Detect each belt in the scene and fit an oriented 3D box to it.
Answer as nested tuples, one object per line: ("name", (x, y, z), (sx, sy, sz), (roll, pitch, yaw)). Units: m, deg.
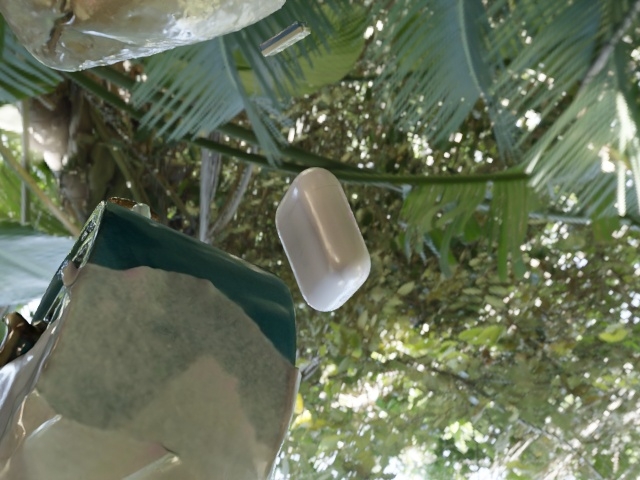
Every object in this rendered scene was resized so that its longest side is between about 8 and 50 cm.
("belt", (-0.173, 0.141, 0.549), (0.173, 0.436, 0.300), (24, -111, -16))

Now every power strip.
("power strip", (-0.087, -0.483, 1.718), (0.032, 0.123, 0.056), (64, -154, -4))

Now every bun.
("bun", (-0.170, -0.275, 0.641), (0.282, 0.204, 0.281), (-14, -155, 7))

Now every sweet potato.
("sweet potato", (-0.476, -0.082, 1.845), (0.153, 0.038, 0.041), (23, -107, 1))

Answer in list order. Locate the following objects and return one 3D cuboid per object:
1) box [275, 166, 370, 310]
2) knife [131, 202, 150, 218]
("box", (0.001, 0.000, 1.919), (0.141, 0.288, 0.349), (-12, -111, -26))
("knife", (-0.247, 0.056, 0.937), (0.031, 0.064, 0.222), (15, -111, -31))
